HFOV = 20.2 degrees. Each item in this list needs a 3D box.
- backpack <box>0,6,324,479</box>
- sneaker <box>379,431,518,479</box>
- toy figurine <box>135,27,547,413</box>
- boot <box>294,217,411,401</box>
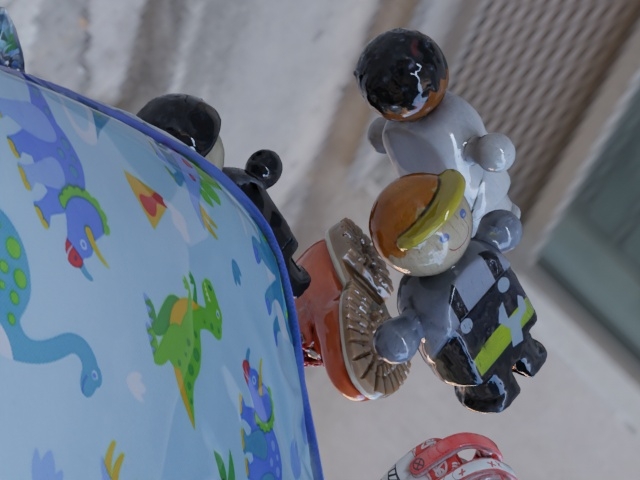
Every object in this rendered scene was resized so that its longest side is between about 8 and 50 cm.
[{"bbox_3d":[-0.141,0.069,0.540,0.273,0.290,0.355,-15,171,2],"label":"backpack"},{"bbox_3d":[0.120,0.188,1.193,0.090,0.145,0.270,7,154,-32],"label":"sneaker"},{"bbox_3d":[0.000,0.000,0.919,0.209,0.148,0.213,-20,-146,17],"label":"toy figurine"},{"bbox_3d":[0.003,0.057,1.059,0.084,0.059,0.158,-35,-154,13],"label":"boot"}]
